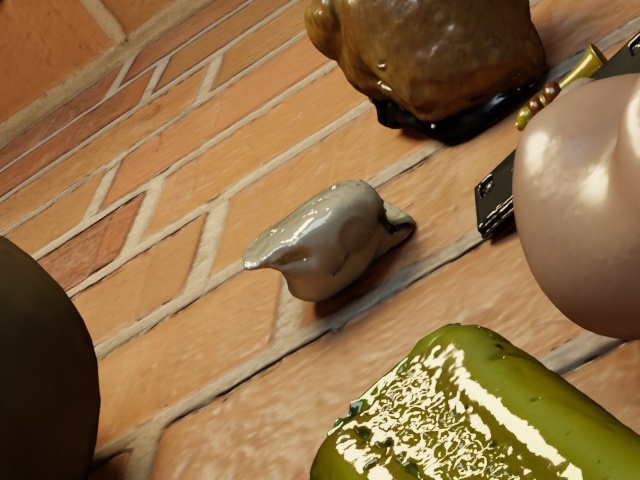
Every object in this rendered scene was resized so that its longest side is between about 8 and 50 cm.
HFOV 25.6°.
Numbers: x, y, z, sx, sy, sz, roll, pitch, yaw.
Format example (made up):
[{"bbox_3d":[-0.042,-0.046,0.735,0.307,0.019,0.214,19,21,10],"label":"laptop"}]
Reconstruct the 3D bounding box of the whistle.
[{"bbox_3d":[0.235,-0.149,1.380,0.109,0.046,0.057,-35,34,26],"label":"whistle"}]

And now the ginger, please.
[{"bbox_3d":[0.116,-0.248,1.553,0.200,0.223,0.269,-38,17,-12],"label":"ginger"}]

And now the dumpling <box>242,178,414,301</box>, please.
[{"bbox_3d":[0.001,-0.001,1.375,0.176,0.092,0.150,-44,23,-19],"label":"dumpling"}]

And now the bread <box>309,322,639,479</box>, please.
[{"bbox_3d":[0.116,0.166,0.780,0.166,0.112,0.383,-42,21,-4],"label":"bread"}]

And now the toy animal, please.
[{"bbox_3d":[0.246,-0.034,0.901,0.213,0.195,0.256,-62,15,-24],"label":"toy animal"}]

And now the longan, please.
[{"bbox_3d":[-0.397,0.156,1.366,0.404,0.404,0.336,-25,-13,32],"label":"longan"}]

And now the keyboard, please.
[{"bbox_3d":[0.217,-0.094,1.226,0.230,0.025,0.093,-44,23,31],"label":"keyboard"}]
